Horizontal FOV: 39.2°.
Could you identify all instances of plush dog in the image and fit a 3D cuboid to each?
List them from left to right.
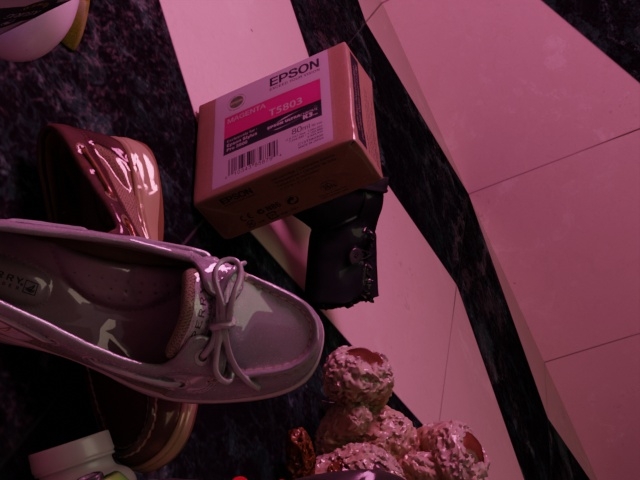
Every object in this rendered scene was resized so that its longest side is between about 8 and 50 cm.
[{"bbox_3d":[0.052,0.301,1.153,0.262,0.210,0.225,41,36,3],"label":"plush dog"}]

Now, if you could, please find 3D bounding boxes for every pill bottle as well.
[{"bbox_3d":[-0.176,0.231,0.702,0.086,0.086,0.152,1,70,-69],"label":"pill bottle"}]

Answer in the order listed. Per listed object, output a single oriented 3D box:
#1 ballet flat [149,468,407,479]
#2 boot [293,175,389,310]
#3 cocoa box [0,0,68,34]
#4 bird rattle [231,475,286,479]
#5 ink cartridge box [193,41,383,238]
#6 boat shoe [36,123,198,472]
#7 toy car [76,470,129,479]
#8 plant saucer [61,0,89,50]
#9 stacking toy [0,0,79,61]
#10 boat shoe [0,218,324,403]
[{"bbox_3d":[-0.038,0.263,0.798,0.096,0.280,0.095,-126,-142,-71],"label":"ballet flat"},{"bbox_3d":[0.000,0.000,1.325,0.246,0.094,0.207,1,97,-42],"label":"boot"},{"bbox_3d":[-0.327,-0.227,0.556,0.231,0.228,0.347,66,20,-10],"label":"cocoa box"},{"bbox_3d":[-0.041,0.370,0.931,0.253,0.143,0.207,63,5,22],"label":"bird rattle"},{"bbox_3d":[-0.046,-0.131,1.179,0.088,0.234,0.193,49,27,-45],"label":"ink cartridge box"},{"bbox_3d":[-0.200,0.038,0.806,0.123,0.123,0.342,23,47,-49],"label":"boat shoe"},{"bbox_3d":[-0.203,0.209,0.585,0.225,0.053,0.239,-17,86,-46],"label":"toy car"},{"bbox_3d":[-0.310,-0.334,0.978,0.188,0.045,0.188,43,32,-51],"label":"plant saucer"},{"bbox_3d":[-0.291,-0.398,0.792,0.350,0.350,0.480,5,79,-68],"label":"stacking toy"},{"bbox_3d":[-0.143,0.051,0.691,0.320,0.103,0.118,18,74,-14],"label":"boat shoe"}]
